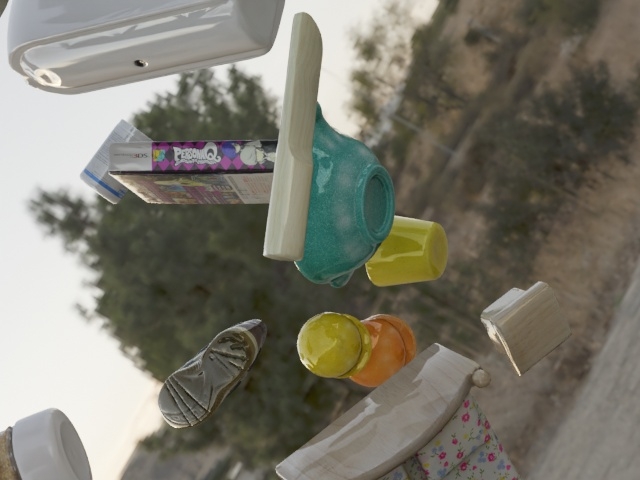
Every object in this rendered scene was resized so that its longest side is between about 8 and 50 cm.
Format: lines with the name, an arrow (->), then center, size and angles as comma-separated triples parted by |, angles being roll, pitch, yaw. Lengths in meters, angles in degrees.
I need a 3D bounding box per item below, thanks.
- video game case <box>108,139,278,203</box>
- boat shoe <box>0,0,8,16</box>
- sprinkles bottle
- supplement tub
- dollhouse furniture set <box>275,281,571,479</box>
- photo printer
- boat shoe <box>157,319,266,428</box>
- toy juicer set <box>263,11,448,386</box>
video game case -> -0.125, -0.079, 1.377 | 0.232, 0.210, 0.042 | 64, -155, -83
boat shoe -> -0.335, -0.201, 1.024 | 0.078, 0.070, 0.219 | -32, 5, -34
sprinkles bottle -> -0.448, 0.312, 1.340 | 0.355, 0.121, 0.121 | -22, -4, 1
supplement tub -> -0.291, -0.114, 1.668 | 0.107, 0.071, 0.071 | -53, -4, -1
dollhouse furniture set -> 0.104, 0.258, 0.712 | 0.355, 0.303, 0.174 | -37, 24, -16
photo printer -> -0.178, -0.280, 1.178 | 0.107, 0.307, 0.256 | 47, -135, -48
boat shoe -> -0.143, 0.183, 1.583 | 0.223, 0.080, 0.073 | -46, -10, 38
toy juicer set -> 0.000, 0.000, 0.948 | 0.329, 0.089, 0.209 | 53, -134, -49
